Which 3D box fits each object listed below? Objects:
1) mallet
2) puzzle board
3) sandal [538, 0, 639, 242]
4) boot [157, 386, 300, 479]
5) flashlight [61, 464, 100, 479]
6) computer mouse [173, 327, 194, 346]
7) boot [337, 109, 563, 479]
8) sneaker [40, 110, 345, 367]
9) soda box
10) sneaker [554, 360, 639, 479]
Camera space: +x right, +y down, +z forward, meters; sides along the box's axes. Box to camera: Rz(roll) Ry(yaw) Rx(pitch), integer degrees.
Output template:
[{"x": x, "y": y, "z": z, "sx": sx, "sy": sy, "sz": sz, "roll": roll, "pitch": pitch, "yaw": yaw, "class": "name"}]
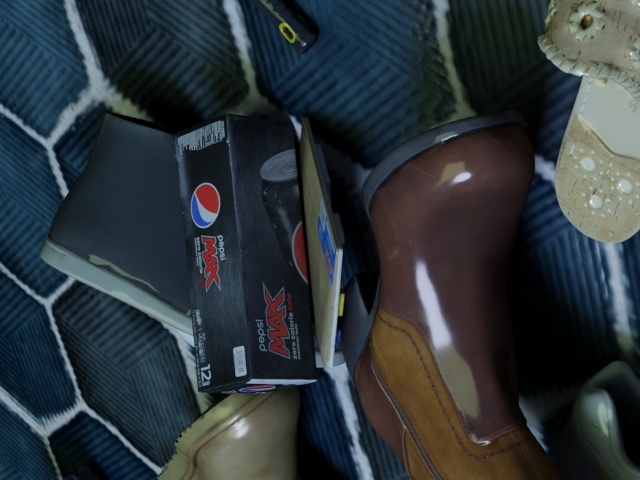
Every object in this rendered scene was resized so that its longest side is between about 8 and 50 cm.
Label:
[{"x": -0.067, "y": -0.191, "z": 0.927, "sx": 0.190, "sy": 0.039, "sz": 0.062, "roll": 42, "pitch": 139, "yaw": 8, "class": "mallet"}, {"x": 0.000, "y": 0.000, "z": 0.954, "sx": 0.128, "sy": 0.011, "sz": 0.096, "roll": -105, "pitch": 15, "yaw": -47, "class": "puzzle board"}, {"x": 0.142, "y": -0.085, "z": 0.745, "sx": 0.088, "sy": 0.079, "sz": 0.240, "roll": 29, "pitch": 136, "yaw": 28, "class": "sandal"}, {"x": 0.014, "y": 0.220, "z": 1.094, "sx": 0.269, "sy": 0.089, "sz": 0.236, "roll": 46, "pitch": 157, "yaw": 7, "class": "boot"}, {"x": -0.148, "y": 0.341, "z": 1.353, "sx": 0.304, "sy": 0.103, "sz": 0.103, "roll": 52, "pitch": 143, "yaw": 2, "class": "flashlight"}, {"x": -0.110, "y": 0.017, "z": 1.117, "sx": 0.193, "sy": 0.042, "sz": 0.106, "roll": 50, "pitch": 141, "yaw": 6, "class": "computer mouse"}, {"x": 0.096, "y": 0.102, "z": 0.829, "sx": 0.280, "sy": 0.096, "sz": 0.264, "roll": 68, "pitch": 150, "yaw": 28, "class": "boot"}, {"x": -0.070, "y": 0.000, "z": 1.034, "sx": 0.222, "sy": 0.083, "sz": 0.118, "roll": 23, "pitch": 96, "yaw": 6, "class": "sneaker"}, {"x": -0.046, "y": 0.009, "z": 0.968, "sx": 0.053, "sy": 0.060, "sz": 0.169, "roll": -17, "pitch": 74, "yaw": 45, "class": "soda box"}, {"x": 0.232, "y": 0.157, "z": 0.825, "sx": 0.262, "sy": 0.099, "sz": 0.121, "roll": 25, "pitch": 129, "yaw": 31, "class": "sneaker"}]
